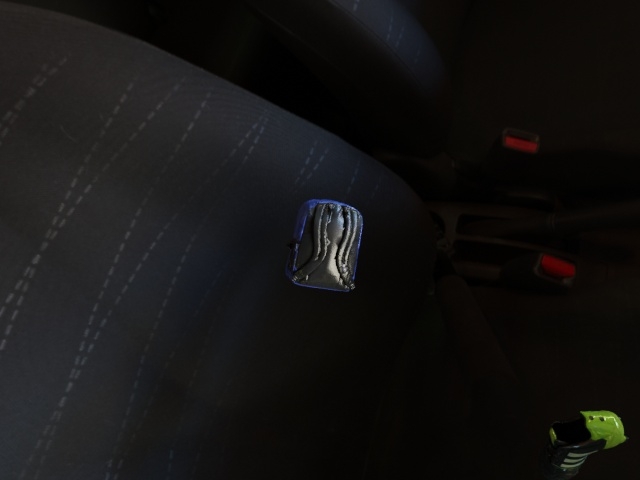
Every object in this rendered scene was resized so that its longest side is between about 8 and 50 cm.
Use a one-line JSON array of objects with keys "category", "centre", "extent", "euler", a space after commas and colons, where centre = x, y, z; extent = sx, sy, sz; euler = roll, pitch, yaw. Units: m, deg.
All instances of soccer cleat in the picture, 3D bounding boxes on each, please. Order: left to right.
[{"category": "soccer cleat", "centre": [0.359, 0.296, 0.600], "extent": [0.072, 0.179, 0.060], "euler": [12, 40, -3]}]

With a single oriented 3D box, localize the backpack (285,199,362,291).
[{"category": "backpack", "centre": [0.000, 0.000, 0.593], "extent": [0.101, 0.097, 0.120], "euler": [-150, 69, -67]}]
